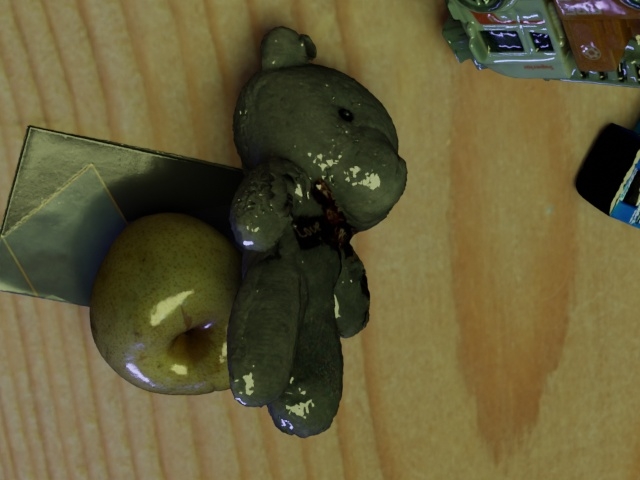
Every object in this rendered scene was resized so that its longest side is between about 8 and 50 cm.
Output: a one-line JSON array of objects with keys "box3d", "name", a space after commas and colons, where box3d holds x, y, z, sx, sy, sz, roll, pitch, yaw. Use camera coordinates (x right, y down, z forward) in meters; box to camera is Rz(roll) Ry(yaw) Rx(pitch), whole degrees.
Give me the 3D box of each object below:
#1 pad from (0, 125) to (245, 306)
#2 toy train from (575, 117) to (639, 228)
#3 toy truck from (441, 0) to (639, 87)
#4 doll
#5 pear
[{"box3d": [-0.172, -0.007, 1.434, 0.243, 0.004, 0.164, 11, 107, -21], "name": "pad"}, {"box3d": [0.352, -0.102, 1.511, 0.131, 0.083, 0.204, 20, 103, -21], "name": "toy train"}, {"box3d": [0.248, -0.204, 1.315, 0.133, 0.338, 0.184, -62, 141, -35], "name": "toy truck"}, {"box3d": [0.007, -0.003, 1.333, 0.158, 0.340, 0.246, -13, 144, 23], "name": "doll"}, {"box3d": [-0.126, 0.061, 1.397, 0.167, 0.136, 0.167, -7, 116, -14], "name": "pear"}]
